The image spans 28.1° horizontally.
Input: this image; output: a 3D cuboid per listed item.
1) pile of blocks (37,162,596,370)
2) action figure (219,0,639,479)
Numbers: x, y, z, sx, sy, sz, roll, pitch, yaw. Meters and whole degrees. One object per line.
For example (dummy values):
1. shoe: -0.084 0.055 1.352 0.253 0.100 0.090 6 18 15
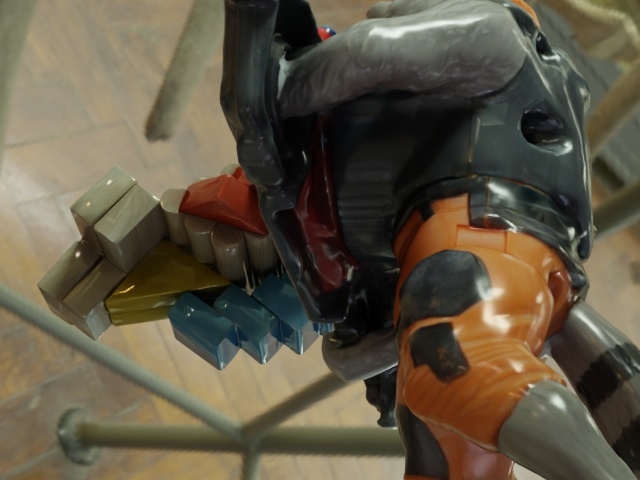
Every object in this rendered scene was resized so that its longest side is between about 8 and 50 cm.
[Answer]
1. pile of blocks: 0.000 0.000 0.807 0.112 0.362 0.148 85 -10 -63
2. action figure: 0.076 0.030 0.570 0.341 0.179 0.330 65 16 -59
